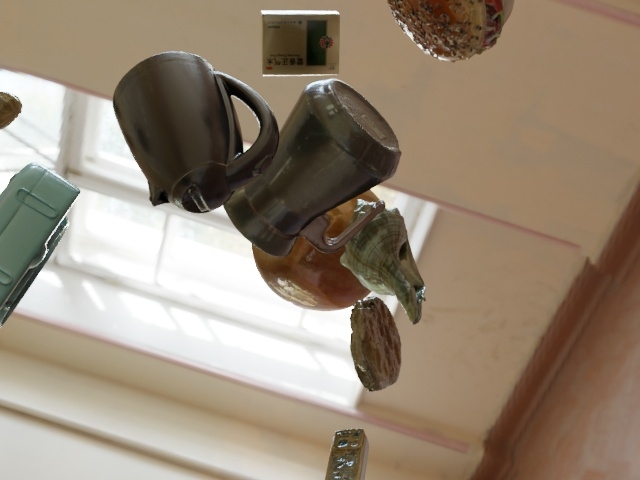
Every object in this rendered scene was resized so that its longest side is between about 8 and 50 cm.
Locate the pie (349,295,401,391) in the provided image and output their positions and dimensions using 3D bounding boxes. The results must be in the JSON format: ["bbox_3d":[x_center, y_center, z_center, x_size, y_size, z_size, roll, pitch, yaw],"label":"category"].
[{"bbox_3d":[0.103,0.191,1.683,0.195,0.046,0.195,-12,-90,-68],"label":"pie"}]

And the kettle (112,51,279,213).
[{"bbox_3d":[-0.215,-0.190,1.628,0.290,0.268,0.207,63,179,35],"label":"kettle"}]

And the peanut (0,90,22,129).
[{"bbox_3d":[-0.812,-0.303,2.148,0.083,0.194,0.093,-167,62,-81],"label":"peanut"}]

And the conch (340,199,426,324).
[{"bbox_3d":[0.140,0.051,2.031,0.169,0.203,0.386,-33,51,33],"label":"conch"}]

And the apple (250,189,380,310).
[{"bbox_3d":[0.000,0.000,2.396,0.391,0.346,0.391,-27,53,44],"label":"apple"}]

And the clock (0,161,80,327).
[{"bbox_3d":[-0.426,0.025,1.220,0.223,0.094,0.274,-61,11,-22],"label":"clock"}]

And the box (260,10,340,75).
[{"bbox_3d":[-0.057,-0.533,2.420,0.095,0.212,0.168,-107,16,-67],"label":"box"}]

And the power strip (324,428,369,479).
[{"bbox_3d":[0.038,0.408,1.501,0.305,0.064,0.044,-71,-29,-63],"label":"power strip"}]

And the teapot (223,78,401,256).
[{"bbox_3d":[-0.005,-0.133,1.873,0.344,0.300,0.253,-42,20,23],"label":"teapot"}]

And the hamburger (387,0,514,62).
[{"bbox_3d":[0.252,-0.509,1.834,0.176,0.300,0.300,-40,-12,-23],"label":"hamburger"}]
